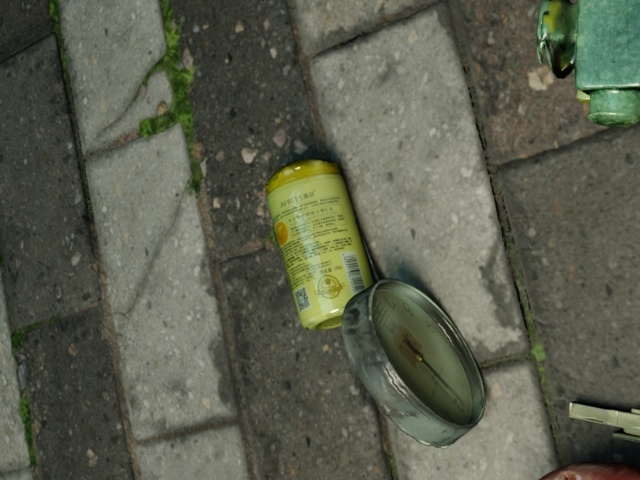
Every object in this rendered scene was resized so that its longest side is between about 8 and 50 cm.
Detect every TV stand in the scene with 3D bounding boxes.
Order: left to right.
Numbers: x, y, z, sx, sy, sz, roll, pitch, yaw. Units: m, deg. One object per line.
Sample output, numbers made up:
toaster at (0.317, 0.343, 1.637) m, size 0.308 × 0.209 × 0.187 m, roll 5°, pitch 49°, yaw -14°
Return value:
TV stand at (0.413, 0.222, 1.238) m, size 0.249 × 0.036 × 0.042 m, roll 6°, pitch 94°, yaw 35°

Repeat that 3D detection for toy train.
toy train at (0.348, -0.317, 1.165) m, size 0.160 × 0.253 × 0.397 m, roll 2°, pitch 90°, yaw 29°

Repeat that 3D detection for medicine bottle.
medicine bottle at (0.000, 0.000, 1.486) m, size 0.124 × 0.124 × 0.239 m, roll -25°, pitch 74°, yaw 32°

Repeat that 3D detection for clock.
clock at (0.121, 0.150, 1.330) m, size 0.049 × 0.226 × 0.226 m, roll -40°, pitch 68°, yaw 28°

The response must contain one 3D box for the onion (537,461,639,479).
onion at (0.381, 0.374, 1.145) m, size 0.347 × 0.285 × 0.348 m, roll 42°, pitch 153°, yaw 27°
